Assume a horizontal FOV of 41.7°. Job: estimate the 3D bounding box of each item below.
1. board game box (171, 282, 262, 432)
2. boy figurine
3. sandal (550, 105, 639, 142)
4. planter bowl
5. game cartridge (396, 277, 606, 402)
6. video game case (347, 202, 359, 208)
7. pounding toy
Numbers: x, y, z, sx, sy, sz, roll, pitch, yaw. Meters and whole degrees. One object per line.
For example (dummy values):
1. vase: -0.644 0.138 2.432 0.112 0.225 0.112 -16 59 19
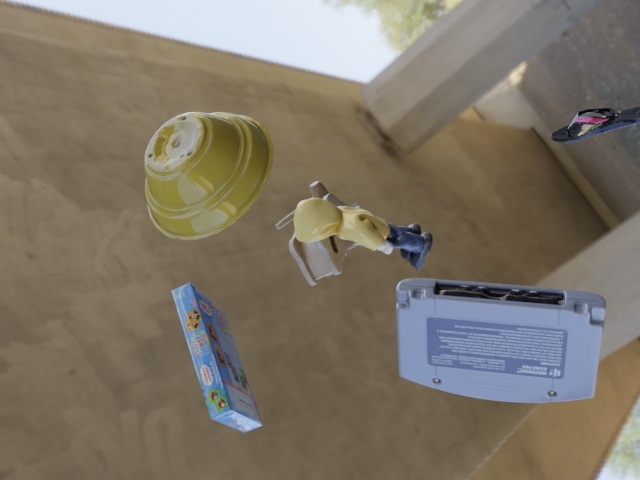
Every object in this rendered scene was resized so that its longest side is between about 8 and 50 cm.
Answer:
1. board game box: -0.160 0.186 1.317 0.160 0.039 0.211 56 -168 -66
2. boy figurine: 0.083 -0.015 1.665 0.285 0.092 0.177 11 -164 -27
3. sandal: 0.501 -0.220 1.510 0.040 0.179 0.067 61 -144 -22
4. planter bowl: -0.183 -0.116 1.199 0.090 0.217 0.217 48 -164 -50
5. game cartridge: 0.261 0.154 1.249 0.060 0.295 0.196 -64 -25 -55
6. video game case: 0.035 -0.046 1.973 0.011 0.087 0.122 46 -149 19
7. pounding toy: 0.000 0.000 1.841 0.154 0.155 0.269 49 -147 -23
